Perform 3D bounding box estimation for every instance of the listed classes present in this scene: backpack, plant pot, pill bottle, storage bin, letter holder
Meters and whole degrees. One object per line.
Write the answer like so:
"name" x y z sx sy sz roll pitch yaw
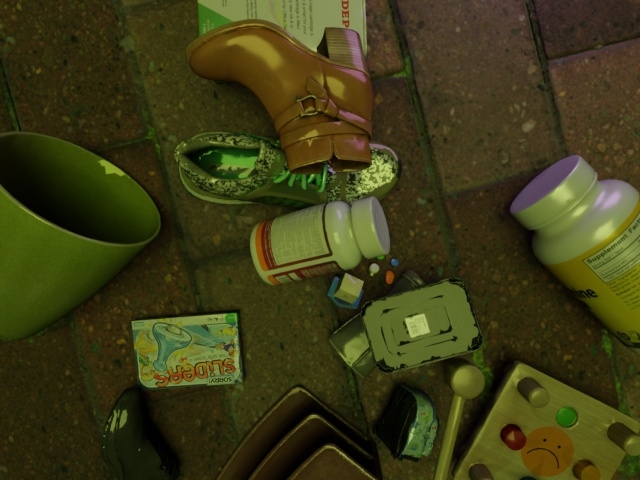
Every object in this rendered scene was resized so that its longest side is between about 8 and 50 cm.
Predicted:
"backpack" 0.166 0.334 0.845 0.084 0.105 0.114 19 92 -23
"plant pot" -0.473 0.018 0.775 0.275 0.275 0.293 41 107 -1
"pill bottle" 0.497 0.020 0.782 0.334 0.188 0.188 45 92 -1
"storage bin" 0.169 0.142 0.779 0.180 0.084 0.122 -17 82 6
"letter holder" -0.066 0.452 0.829 0.214 0.152 0.302 38 93 1
"pill bottle" 0.000 0.000 0.790 0.221 0.121 0.121 -14 93 20

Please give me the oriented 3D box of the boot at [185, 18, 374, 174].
"boot" -0.057 -0.203 0.694 0.283 0.109 0.220 -3 81 -13

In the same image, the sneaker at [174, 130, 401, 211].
"sneaker" -0.060 -0.119 0.783 0.410 0.182 0.158 0 93 0

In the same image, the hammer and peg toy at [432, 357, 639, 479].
"hammer and peg toy" 0.356 0.362 0.831 0.361 0.127 0.266 26 95 -1

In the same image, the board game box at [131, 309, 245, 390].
"board game box" -0.251 0.209 0.875 0.201 0.035 0.136 -5 93 1

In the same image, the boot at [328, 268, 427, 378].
"boot" 0.148 0.180 0.850 0.189 0.076 0.208 43 85 13

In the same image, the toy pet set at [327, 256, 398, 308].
"toy pet set" 0.068 0.071 0.865 0.122 0.065 0.114 26 58 -3

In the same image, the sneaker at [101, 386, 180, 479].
"sneaker" -0.334 0.411 0.862 0.130 0.109 0.286 1 102 -6

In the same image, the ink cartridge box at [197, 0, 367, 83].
"ink cartridge box" -0.065 -0.396 0.803 0.278 0.117 0.201 -2 93 1
